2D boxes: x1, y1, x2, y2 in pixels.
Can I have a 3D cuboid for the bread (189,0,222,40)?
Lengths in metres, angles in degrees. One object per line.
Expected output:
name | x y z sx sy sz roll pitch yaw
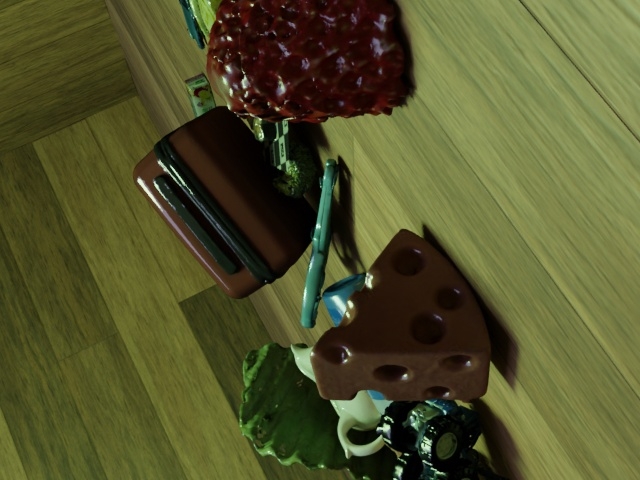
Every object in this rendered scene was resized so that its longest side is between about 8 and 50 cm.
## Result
bread | -0.166 -0.381 1.469 0.117 0.064 0.156 59 168 5

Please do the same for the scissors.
scissors | -0.001 0.000 1.477 0.393 0.032 0.180 97 -177 -58

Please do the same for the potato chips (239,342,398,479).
potato chips | 0.011 0.365 1.891 0.373 0.097 0.389 24 -154 -24

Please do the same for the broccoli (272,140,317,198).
broccoli | -0.048 -0.115 1.478 0.092 0.095 0.097 34 -167 15

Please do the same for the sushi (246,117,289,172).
sushi | -0.092 -0.203 1.426 0.210 0.040 0.192 -153 59 -74

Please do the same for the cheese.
cheese | 0.098 0.089 1.107 0.128 0.203 0.177 76 -164 -53

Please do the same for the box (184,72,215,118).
box | -0.274 -0.308 2.191 0.041 0.050 0.207 59 168 30

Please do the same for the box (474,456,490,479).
box | 0.235 0.462 1.348 0.043 0.152 0.269 1 -129 -50

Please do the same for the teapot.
teapot | 0.053 0.283 1.786 0.298 0.139 0.204 53 162 47

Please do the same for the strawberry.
strawberry | -0.031 -0.207 0.950 0.234 0.178 0.234 52 161 26

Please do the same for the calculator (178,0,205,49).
calculator | -0.265 -0.459 1.878 0.094 0.019 0.141 54 164 41

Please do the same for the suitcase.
suitcase | -0.151 -0.067 1.548 0.297 0.161 0.236 52 -160 -7

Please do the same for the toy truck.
toy truck | 0.173 0.306 1.269 0.113 0.126 0.208 15 127 52

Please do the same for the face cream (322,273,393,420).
face cream | 0.093 0.187 1.509 0.264 0.083 0.149 65 172 -7
